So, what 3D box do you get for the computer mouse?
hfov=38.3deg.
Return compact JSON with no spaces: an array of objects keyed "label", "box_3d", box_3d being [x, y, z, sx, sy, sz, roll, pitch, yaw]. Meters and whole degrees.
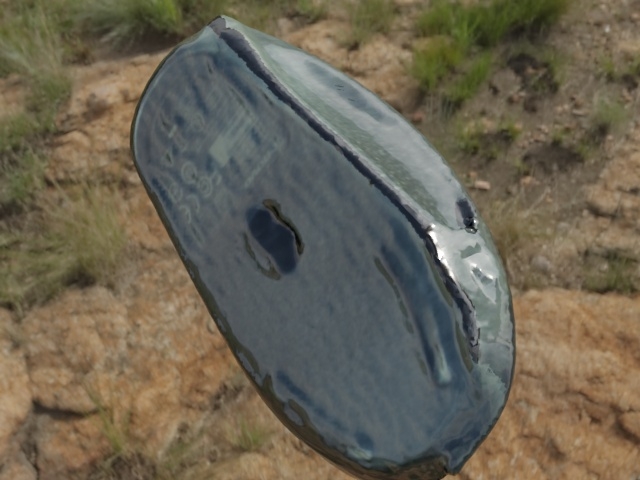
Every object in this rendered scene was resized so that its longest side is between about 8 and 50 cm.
[{"label":"computer mouse","box_3d":[0.003,-0.001,0.644,0.203,0.114,0.374,-48,63,25]}]
